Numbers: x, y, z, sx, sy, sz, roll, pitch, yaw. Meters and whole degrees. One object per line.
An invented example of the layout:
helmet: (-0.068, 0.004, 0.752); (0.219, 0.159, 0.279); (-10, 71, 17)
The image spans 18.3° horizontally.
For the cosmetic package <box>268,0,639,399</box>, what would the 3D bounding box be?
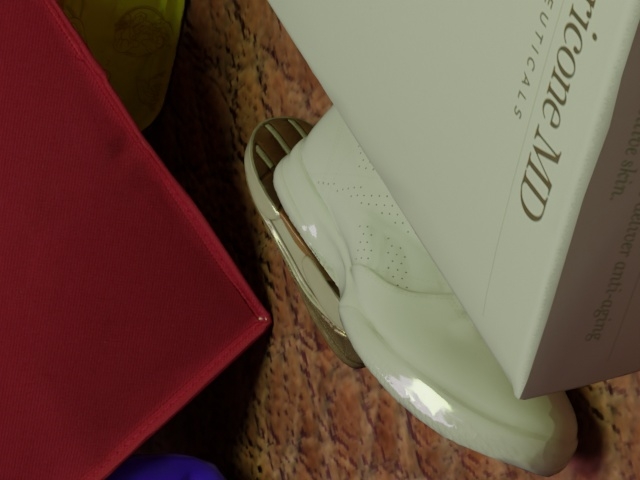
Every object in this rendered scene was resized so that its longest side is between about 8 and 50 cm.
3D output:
cosmetic package: (0.069, -0.149, 0.690); (0.197, 0.155, 0.365); (100, 151, -42)

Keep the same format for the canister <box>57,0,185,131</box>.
canister: (-0.148, -0.147, 1.148); (0.170, 0.073, 0.126); (44, 128, 51)

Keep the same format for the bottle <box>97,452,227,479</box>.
bottle: (-0.123, 0.220, 1.093); (0.283, 0.092, 0.118); (-54, 44, 50)

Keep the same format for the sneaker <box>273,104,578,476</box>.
sneaker: (0.054, 0.002, 0.833); (0.094, 0.080, 0.212); (-52, 48, 21)

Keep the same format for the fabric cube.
fabric cube: (-0.236, 0.012, 1.039); (0.258, 0.254, 0.259); (7, 133, 59)

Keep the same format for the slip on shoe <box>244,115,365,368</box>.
slip on shoe: (0.000, 0.000, 0.940); (0.135, 0.051, 0.041); (58, 150, 31)
